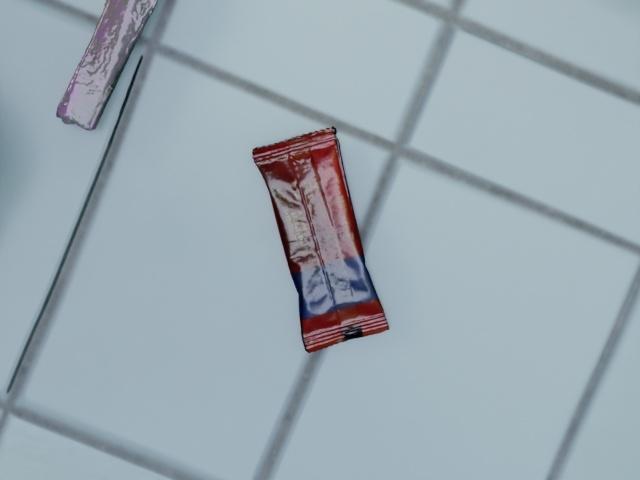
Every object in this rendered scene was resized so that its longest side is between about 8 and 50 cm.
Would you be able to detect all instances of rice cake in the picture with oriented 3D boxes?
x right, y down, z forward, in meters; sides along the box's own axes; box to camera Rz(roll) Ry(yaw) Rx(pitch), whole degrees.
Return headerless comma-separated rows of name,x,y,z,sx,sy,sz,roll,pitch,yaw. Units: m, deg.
rice cake,-0.187,-0.199,1.298,0.047,0.036,0.207,25,94,-10

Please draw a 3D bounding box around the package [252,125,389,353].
package,0.000,0.000,1.312,0.083,0.022,0.201,-15,94,3
